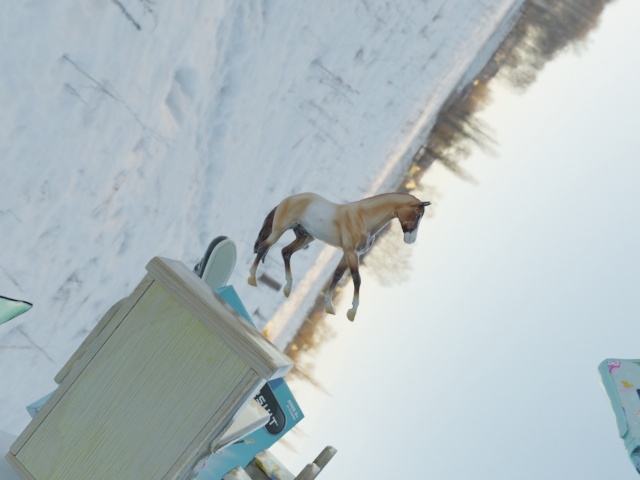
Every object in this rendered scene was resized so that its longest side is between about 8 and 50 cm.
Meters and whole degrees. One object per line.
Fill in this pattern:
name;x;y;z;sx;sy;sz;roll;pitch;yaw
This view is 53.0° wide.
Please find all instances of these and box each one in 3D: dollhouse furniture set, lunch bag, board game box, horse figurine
dollhouse furniture set;-0.089;0.119;0.507;0.161;0.212;0.242;-51;166;2
lunch bag;0.645;0.351;1.197;0.160;0.262;0.223;-49;-164;32
board game box;-0.215;0.259;0.967;0.336;0.254;0.079;-33;-171;-35
horse figurine;0.000;0.000;0.849;0.066;0.263;0.175;24;83;-50

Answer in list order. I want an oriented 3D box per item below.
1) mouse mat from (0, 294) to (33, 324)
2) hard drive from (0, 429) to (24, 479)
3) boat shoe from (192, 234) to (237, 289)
mouse mat;-0.438;0.097;0.736;0.152;0.007;0.190;-27;168;-4
hard drive;-0.393;0.352;0.769;0.040;0.203;0.307;-44;-140;5
boat shoe;-0.225;0.069;1.266;0.084;0.079;0.233;-28;154;-39
